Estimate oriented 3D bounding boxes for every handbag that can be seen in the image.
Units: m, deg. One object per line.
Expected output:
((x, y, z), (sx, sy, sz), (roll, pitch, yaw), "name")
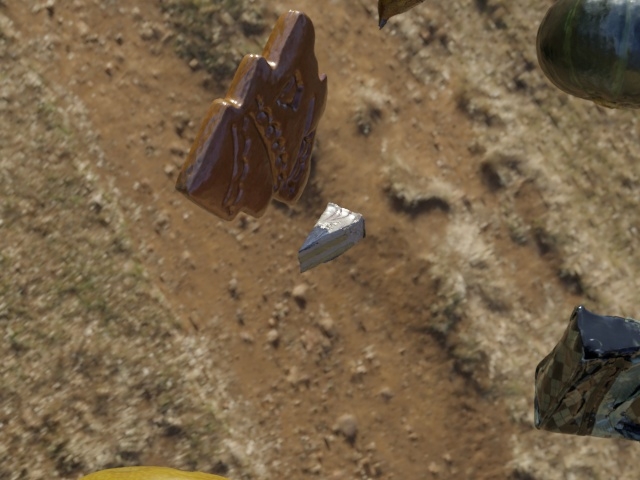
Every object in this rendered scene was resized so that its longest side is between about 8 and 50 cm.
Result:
((0.624, 0.243, 1.872), (0.416, 0.317, 0.180), (7, 55, -2), "handbag")

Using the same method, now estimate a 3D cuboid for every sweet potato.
((0.137, -0.354, 1.266), (0.068, 0.226, 0.068), (26, 37, -22), "sweet potato")

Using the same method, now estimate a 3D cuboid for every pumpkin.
((0.289, -0.185, 0.979), (0.167, 0.125, 0.167), (24, 9, -4), "pumpkin")

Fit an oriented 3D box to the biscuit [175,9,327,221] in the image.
((-0.075, -0.128, 1.306), (0.043, 0.284, 0.306), (21, 41, 23), "biscuit")

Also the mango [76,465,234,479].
((-0.140, 0.289, 0.945), (0.120, 0.294, 0.177), (-70, 151, -51), "mango")

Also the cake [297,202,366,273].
((0.000, 0.000, 1.427), (0.065, 0.052, 0.121), (33, 48, 30), "cake")
